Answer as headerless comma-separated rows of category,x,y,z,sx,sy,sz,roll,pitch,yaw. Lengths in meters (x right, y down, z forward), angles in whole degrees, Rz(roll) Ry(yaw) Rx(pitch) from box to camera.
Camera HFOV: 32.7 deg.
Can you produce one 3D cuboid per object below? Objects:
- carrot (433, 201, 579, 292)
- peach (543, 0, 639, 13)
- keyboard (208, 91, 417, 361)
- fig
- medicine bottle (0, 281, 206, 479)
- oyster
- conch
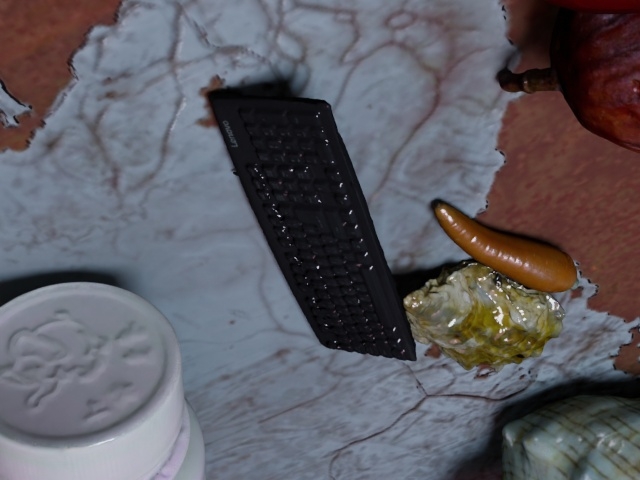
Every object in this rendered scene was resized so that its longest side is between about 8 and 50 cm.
carrot,0.133,0.008,0.774,0.142,0.035,0.035,23,124,-26
peach,0.129,-0.212,0.441,0.243,0.199,0.243,-8,125,-11
keyboard,0.000,0.000,0.718,0.087,0.017,0.250,6,142,25
fig,0.180,-0.117,0.614,0.128,0.150,0.128,-44,150,-34
medicine bottle,-0.165,0.178,0.763,0.170,0.170,0.293,-4,135,-11
oyster,0.122,0.059,0.819,0.122,0.045,0.146,-22,133,-6
conch,0.277,0.202,0.905,0.386,0.169,0.203,-23,143,8
